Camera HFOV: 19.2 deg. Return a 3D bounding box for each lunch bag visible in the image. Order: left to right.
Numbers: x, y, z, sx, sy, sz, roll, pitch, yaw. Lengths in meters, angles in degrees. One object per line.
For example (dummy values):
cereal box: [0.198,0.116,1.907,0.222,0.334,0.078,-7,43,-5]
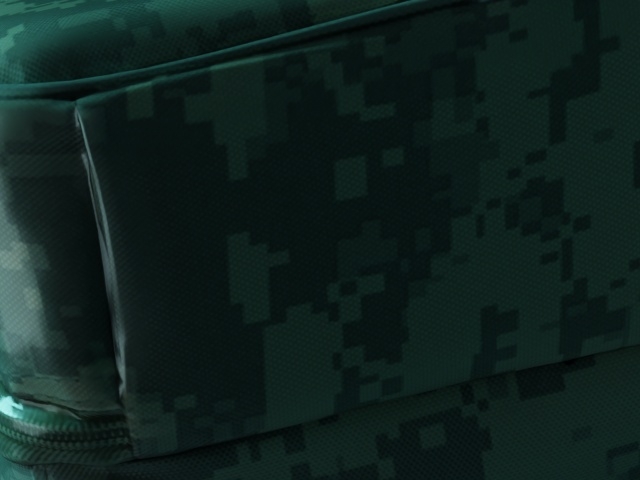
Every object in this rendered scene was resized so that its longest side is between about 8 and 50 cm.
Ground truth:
lunch bag: [0.041,0.032,0.558,0.212,0.305,0.256,-136,36,-72]
